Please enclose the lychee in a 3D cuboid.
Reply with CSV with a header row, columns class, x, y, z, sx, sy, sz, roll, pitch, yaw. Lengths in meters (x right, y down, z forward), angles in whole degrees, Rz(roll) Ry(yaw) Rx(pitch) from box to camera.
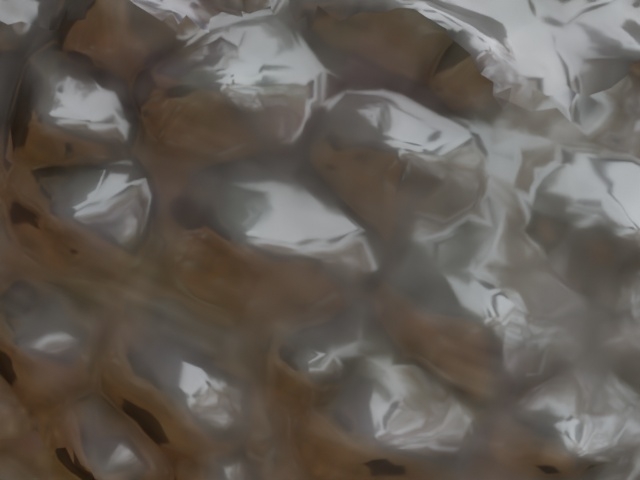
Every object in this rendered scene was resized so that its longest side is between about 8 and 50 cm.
class,x,y,z,sx,sy,sz,roll,pitch,yaw
lychee,0.000,0.000,0.564,0.432,0.380,0.380,14,18,-13
